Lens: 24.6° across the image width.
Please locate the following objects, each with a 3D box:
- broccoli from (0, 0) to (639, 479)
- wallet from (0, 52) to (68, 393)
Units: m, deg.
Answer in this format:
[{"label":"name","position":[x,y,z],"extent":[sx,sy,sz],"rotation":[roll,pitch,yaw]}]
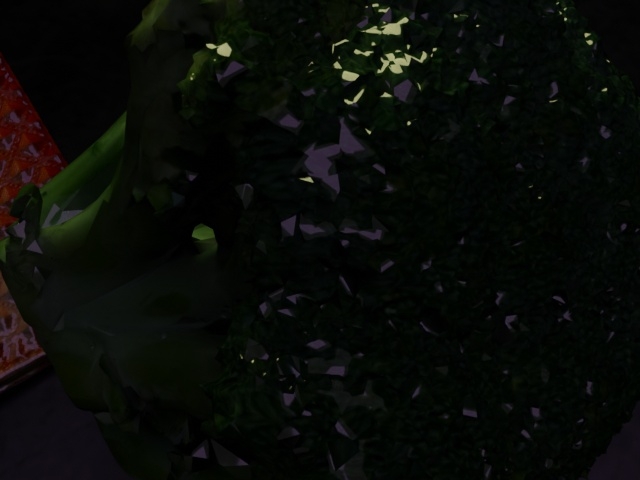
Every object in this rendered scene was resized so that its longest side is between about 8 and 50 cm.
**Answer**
[{"label":"broccoli","position":[0.000,0.000,0.518],"extent":[0.245,0.265,0.294],"rotation":[-24,63,20]},{"label":"wallet","position":[-0.165,-0.027,0.636],"extent":[0.103,0.020,0.196],"rotation":[-30,74,-7]}]
